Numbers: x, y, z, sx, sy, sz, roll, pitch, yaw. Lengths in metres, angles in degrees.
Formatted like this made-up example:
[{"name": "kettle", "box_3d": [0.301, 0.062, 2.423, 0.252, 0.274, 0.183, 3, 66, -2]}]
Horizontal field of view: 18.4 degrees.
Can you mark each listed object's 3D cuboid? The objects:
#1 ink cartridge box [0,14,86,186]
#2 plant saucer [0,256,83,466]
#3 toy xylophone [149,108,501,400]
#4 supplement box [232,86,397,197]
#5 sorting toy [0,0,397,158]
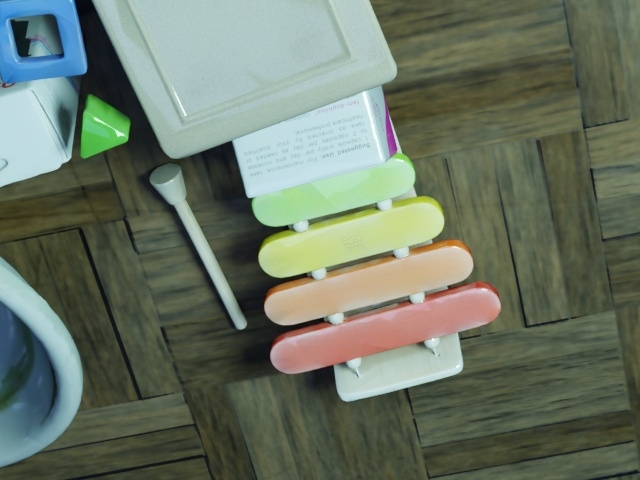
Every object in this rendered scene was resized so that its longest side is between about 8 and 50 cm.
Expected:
[{"name": "ink cartridge box", "box_3d": [-0.256, -0.117, 1.519, 0.127, 0.175, 0.072, -17, 125, 9]}, {"name": "plant saucer", "box_3d": [-0.373, 0.051, 1.511, 0.400, 0.100, 0.400, 5, 146, 3]}, {"name": "toy xylophone", "box_3d": [0.000, 0.000, 1.671, 0.236, 0.081, 0.323, -22, 123, 13]}, {"name": "supplement box", "box_3d": [-0.023, -0.153, 1.485, 0.114, 0.111, 0.220, -15, 94, 9]}, {"name": "sorting toy", "box_3d": [-0.060, -0.170, 1.393, 0.347, 0.047, 0.196, -19, 117, 11]}]
